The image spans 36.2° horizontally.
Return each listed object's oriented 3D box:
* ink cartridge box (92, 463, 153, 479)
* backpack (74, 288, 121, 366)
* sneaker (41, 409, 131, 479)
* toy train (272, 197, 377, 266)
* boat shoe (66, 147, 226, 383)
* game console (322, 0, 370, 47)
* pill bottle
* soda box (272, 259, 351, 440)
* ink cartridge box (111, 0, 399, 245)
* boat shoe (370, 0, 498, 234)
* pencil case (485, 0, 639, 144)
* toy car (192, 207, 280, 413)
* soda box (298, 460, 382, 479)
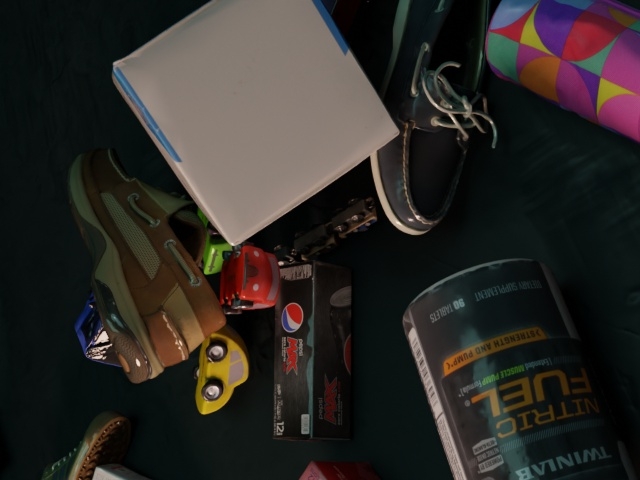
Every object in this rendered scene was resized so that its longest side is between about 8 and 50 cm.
[{"bbox_3d":[-0.189,0.343,1.072,0.179,0.045,0.146,17,91,24],"label":"ink cartridge box"},{"bbox_3d":[-0.214,0.071,1.108,0.120,0.098,0.101,-52,48,20],"label":"backpack"},{"bbox_3d":[-0.291,0.274,1.146,0.086,0.064,0.192,27,101,37],"label":"sneaker"},{"bbox_3d":[0.000,0.000,0.981,0.158,0.036,0.027,-31,52,35],"label":"toy train"},{"bbox_3d":[-0.172,0.009,0.991,0.119,0.123,0.324,-22,43,-7],"label":"boat shoe"},{"bbox_3d":[0.005,-0.248,1.004,0.124,0.085,0.144,29,98,41],"label":"game console"},{"bbox_3d":[0.158,0.148,0.746,0.130,0.130,0.246,-34,60,30],"label":"pill bottle"},{"bbox_3d":[-0.007,0.107,0.945,0.053,0.060,0.169,-11,73,42],"label":"soda box"},{"bbox_3d":[-0.069,-0.123,0.864,0.168,0.171,0.232,-35,14,-6],"label":"ink cartridge box"},{"bbox_3d":[0.111,-0.132,0.883,0.079,0.095,0.255,-8,65,51],"label":"boat shoe"},{"bbox_3d":[0.242,-0.137,0.764,0.236,0.104,0.105,33,101,40],"label":"pencil case"},{"bbox_3d":[-0.093,0.034,1.017,0.239,0.053,0.225,112,155,-43],"label":"toy car"},{"bbox_3d":[0.066,0.306,0.818,0.263,0.083,0.092,45,109,38],"label":"soda box"}]
